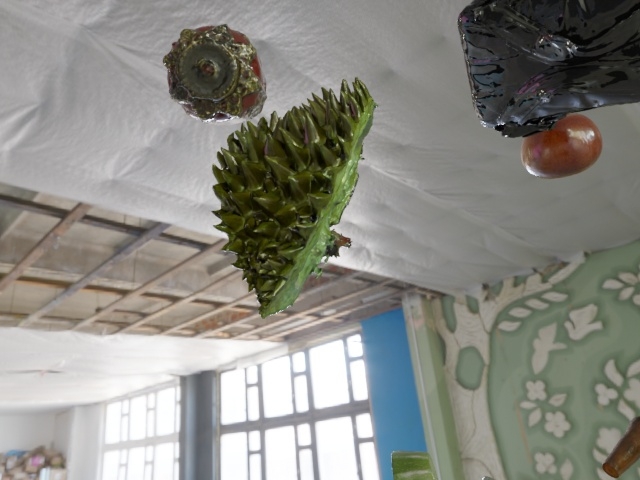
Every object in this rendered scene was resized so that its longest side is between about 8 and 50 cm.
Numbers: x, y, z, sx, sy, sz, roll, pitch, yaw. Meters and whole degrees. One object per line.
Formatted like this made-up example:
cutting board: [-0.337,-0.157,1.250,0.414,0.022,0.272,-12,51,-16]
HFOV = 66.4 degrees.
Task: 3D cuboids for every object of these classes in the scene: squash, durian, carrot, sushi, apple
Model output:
squash: [0.270,0.683,1.404,0.123,0.170,0.170,-19,-24,10]
durian: [0.011,-0.080,0.595,0.163,0.394,0.198,-16,-67,27]
carrot: [0.375,0.249,0.591,0.093,0.032,0.032,-30,-11,-26]
sushi: [0.000,0.004,1.524,0.226,0.103,0.097,5,-12,-23]
apple: [0.695,-0.282,1.420,0.210,0.173,0.235,-6,22,34]

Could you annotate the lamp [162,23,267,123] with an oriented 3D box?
lamp: [-0.185,-0.297,0.905,0.177,0.177,0.274,-5,9,-2]

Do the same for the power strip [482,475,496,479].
power strip: [0.259,0.340,0.530,0.198,0.064,0.213,24,-10,27]

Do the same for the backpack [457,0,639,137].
backpack: [0.523,-0.415,1.051,0.446,0.255,0.363,1,-53,44]
